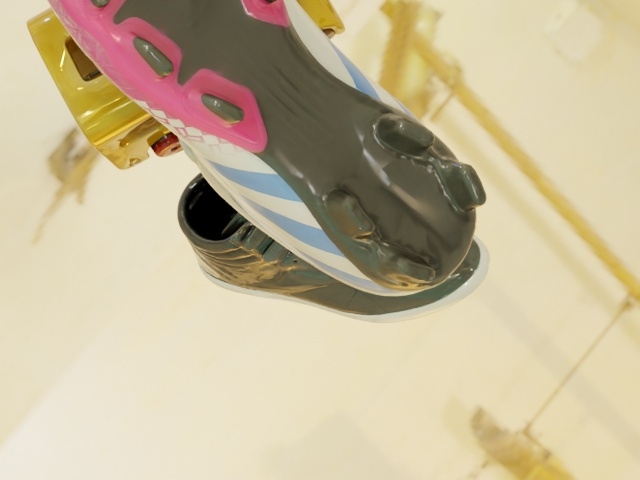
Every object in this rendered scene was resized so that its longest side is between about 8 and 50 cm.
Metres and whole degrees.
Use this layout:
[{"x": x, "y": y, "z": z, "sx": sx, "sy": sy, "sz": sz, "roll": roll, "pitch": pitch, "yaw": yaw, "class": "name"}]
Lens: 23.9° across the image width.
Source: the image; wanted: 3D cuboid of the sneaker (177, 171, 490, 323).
[{"x": 0.000, "y": 0.000, "z": 1.380, "sx": 0.295, "sy": 0.105, "sz": 0.147, "roll": 5, "pitch": -19, "yaw": 20, "class": "sneaker"}]

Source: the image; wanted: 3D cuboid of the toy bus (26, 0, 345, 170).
[{"x": -0.069, "y": -0.129, "z": 0.886, "sx": 0.191, "sy": 0.202, "sz": 0.104, "roll": 14, "pitch": -8, "yaw": 10, "class": "toy bus"}]

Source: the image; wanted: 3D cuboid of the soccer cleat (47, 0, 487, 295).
[{"x": -0.055, "y": -0.087, "z": 0.782, "sx": 0.331, "sy": 0.116, "sz": 0.143, "roll": 47, "pitch": -20, "yaw": -24, "class": "soccer cleat"}]
